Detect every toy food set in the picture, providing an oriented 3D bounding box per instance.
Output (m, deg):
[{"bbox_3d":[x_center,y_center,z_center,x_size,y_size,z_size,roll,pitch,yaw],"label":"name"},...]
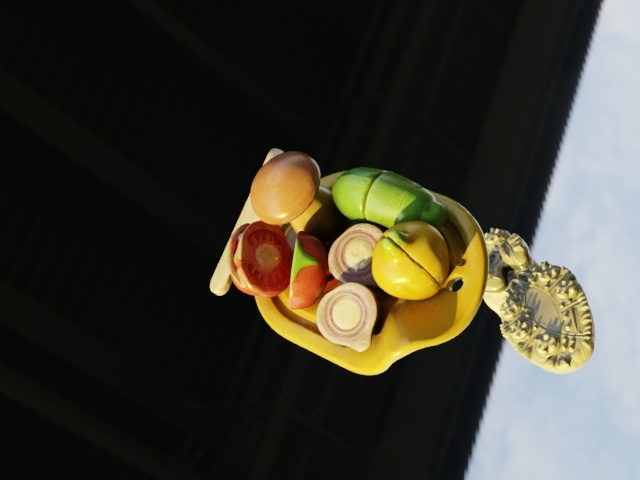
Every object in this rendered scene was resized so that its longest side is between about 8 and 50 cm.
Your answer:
[{"bbox_3d":[0.000,0.000,0.808,0.071,0.218,0.128,40,-105,-48],"label":"toy food set"}]

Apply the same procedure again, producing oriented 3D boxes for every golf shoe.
[{"bbox_3d":[0.172,0.056,0.961,0.069,0.176,0.086,-40,-61,7],"label":"golf shoe"}]
